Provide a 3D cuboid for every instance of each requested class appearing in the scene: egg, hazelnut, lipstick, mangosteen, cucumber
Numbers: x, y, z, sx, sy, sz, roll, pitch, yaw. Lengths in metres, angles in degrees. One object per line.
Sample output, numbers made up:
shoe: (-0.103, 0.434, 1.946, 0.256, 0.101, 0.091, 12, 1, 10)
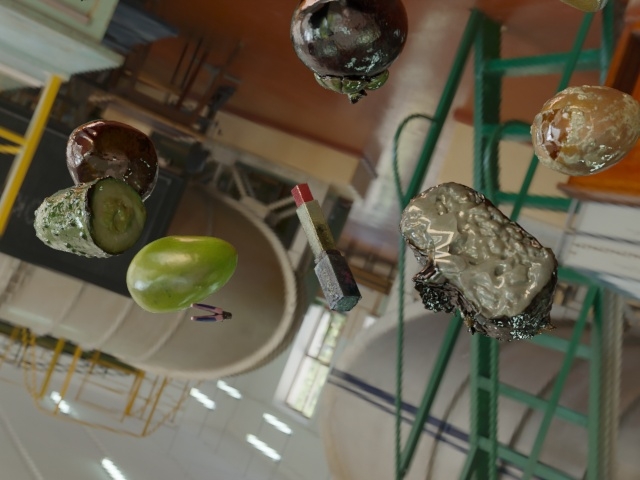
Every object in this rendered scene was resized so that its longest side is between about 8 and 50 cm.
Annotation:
egg: (0.559, -0.232, 1.836, 0.233, 0.195, 0.195, -10, 157, 34)
hazelnut: (-0.494, -0.192, 2.105, 0.234, 0.218, 0.218, 54, 160, -26)
lipstick: (0.000, 0.000, 1.732, 0.051, 0.051, 0.312, 5, -132, -34)
mangosteen: (0.080, -0.505, 2.155, 0.300, 0.300, 0.300, 22, 176, 2)
cucumber: (-0.421, -0.034, 1.511, 0.244, 0.134, 0.134, -7, 157, 41)

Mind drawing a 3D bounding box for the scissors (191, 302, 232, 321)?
scissors: (-0.235, 0.160, 1.893, 0.012, 0.039, 0.113, -18, 158, 41)

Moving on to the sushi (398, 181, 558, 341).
sushi: (0.290, 0.055, 1.691, 0.348, 0.234, 0.207, 50, 173, 29)

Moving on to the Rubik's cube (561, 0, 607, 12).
Rubik's cube: (0.279, -0.385, 1.082, 0.254, 0.254, 0.254, 22, 176, 2)

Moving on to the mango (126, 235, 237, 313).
mango: (-0.332, 0.077, 2.030, 0.273, 0.185, 0.149, -6, 135, 28)
